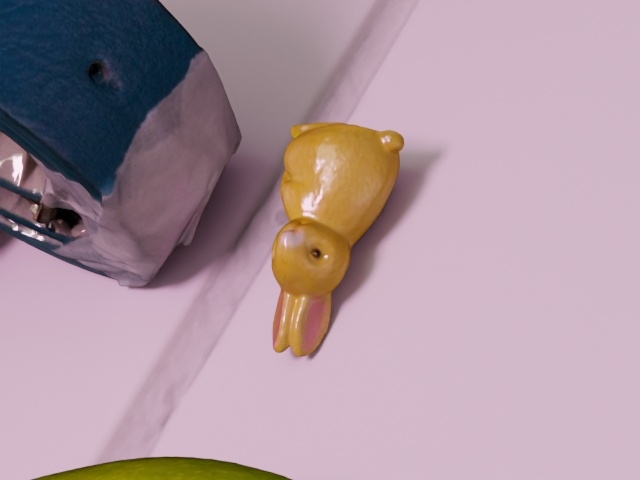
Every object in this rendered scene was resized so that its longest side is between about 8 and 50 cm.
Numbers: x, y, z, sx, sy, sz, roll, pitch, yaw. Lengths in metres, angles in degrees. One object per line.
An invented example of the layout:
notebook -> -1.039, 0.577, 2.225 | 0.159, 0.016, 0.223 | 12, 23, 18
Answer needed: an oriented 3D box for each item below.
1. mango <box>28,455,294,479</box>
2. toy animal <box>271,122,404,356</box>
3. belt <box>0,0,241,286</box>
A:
mango -> -0.113, 0.213, 0.719 | 0.343, 0.156, 0.192 | -18, 47, 31
toy animal -> 0.001, -0.001, 0.877 | 0.083, 0.070, 0.159 | 0, 62, 42
belt -> -0.269, -0.139, 0.968 | 0.173, 0.436, 0.300 | -65, 14, -18
